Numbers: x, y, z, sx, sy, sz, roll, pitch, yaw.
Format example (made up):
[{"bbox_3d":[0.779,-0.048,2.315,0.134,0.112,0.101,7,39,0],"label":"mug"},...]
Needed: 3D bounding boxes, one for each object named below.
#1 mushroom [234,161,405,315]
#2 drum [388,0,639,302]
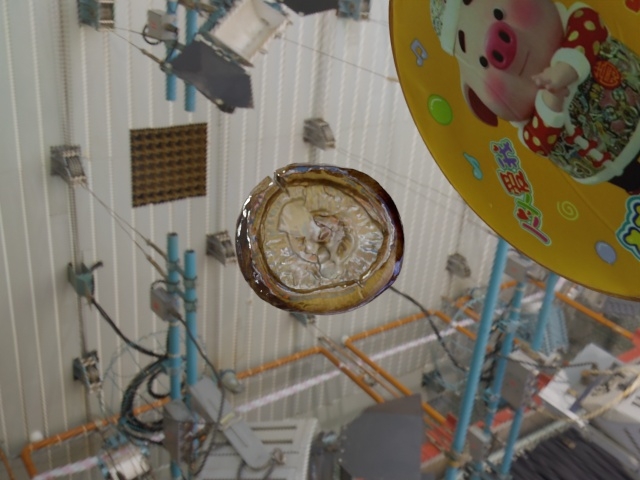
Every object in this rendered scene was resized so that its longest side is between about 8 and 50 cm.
[{"bbox_3d":[0.000,0.000,0.523,0.123,0.123,0.052,-40,-14,-15],"label":"mushroom"},{"bbox_3d":[0.274,-0.164,0.637,0.214,0.431,0.431,-35,-48,-23],"label":"drum"}]
